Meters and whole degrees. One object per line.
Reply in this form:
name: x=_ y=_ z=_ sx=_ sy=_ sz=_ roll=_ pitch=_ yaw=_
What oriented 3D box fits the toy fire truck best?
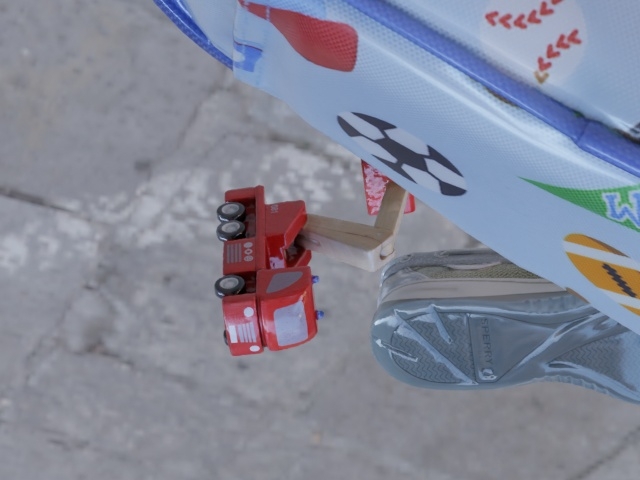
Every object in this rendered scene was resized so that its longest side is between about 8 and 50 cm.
toy fire truck: x=0.000 y=0.000 z=1.016 sx=0.135 sy=0.192 sz=0.047 roll=-7 pitch=123 yaw=2

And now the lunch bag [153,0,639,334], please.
lunch bag: x=0.119 y=-0.099 z=0.380 sx=0.303 sy=0.243 sz=0.115 roll=31 pitch=167 yaw=-2

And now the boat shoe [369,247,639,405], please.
boat shoe: x=0.200 y=0.051 z=1.142 sx=0.321 sy=0.103 sz=0.118 roll=-2 pitch=125 yaw=9
